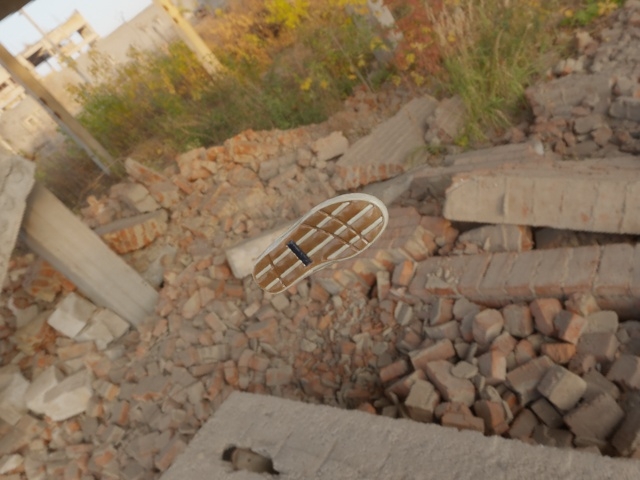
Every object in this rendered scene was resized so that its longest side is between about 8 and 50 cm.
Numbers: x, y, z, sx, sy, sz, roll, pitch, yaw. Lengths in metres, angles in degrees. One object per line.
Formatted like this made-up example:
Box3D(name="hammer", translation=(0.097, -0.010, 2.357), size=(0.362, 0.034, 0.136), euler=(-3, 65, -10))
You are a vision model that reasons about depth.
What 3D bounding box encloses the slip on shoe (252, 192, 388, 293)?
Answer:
Box3D(name="slip on shoe", translation=(0.000, 0.000, 0.430), size=(0.135, 0.051, 0.041), euler=(-36, 7, 31))
